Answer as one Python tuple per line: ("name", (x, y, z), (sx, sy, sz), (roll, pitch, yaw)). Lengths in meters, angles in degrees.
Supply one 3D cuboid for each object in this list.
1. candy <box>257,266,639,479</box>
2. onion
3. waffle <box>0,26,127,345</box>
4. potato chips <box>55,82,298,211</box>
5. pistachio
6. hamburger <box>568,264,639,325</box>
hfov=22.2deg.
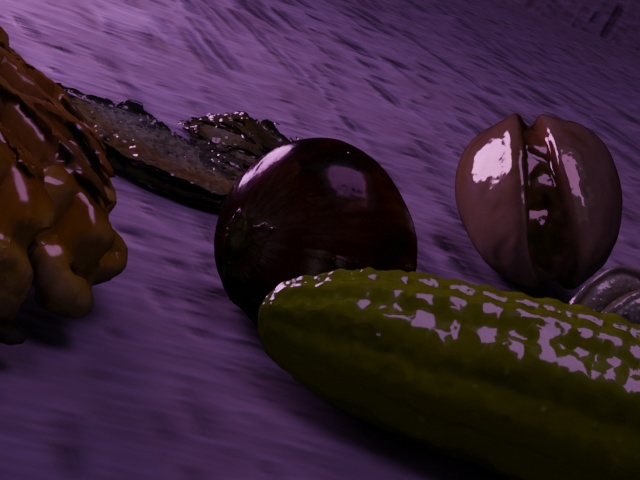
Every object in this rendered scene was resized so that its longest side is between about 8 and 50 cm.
("candy", (0.071, 0.064, 0.783), (0.209, 0.096, 0.097), (17, 15, 3))
("onion", (0.000, 0.000, 0.875), (0.117, 0.118, 0.118), (27, 15, 35))
("waffle", (-0.254, -0.111, 0.782), (0.382, 0.095, 0.379), (35, 8, -27))
("potato chips", (-0.086, -0.064, 1.138), (0.202, 0.029, 0.220), (28, 19, 20))
("pistachio", (0.159, -0.026, 1.187), (0.124, 0.124, 0.185), (19, 31, -9))
("hamburger", (0.178, 0.059, 0.954), (0.121, 0.084, 0.054), (6, 23, -40))
